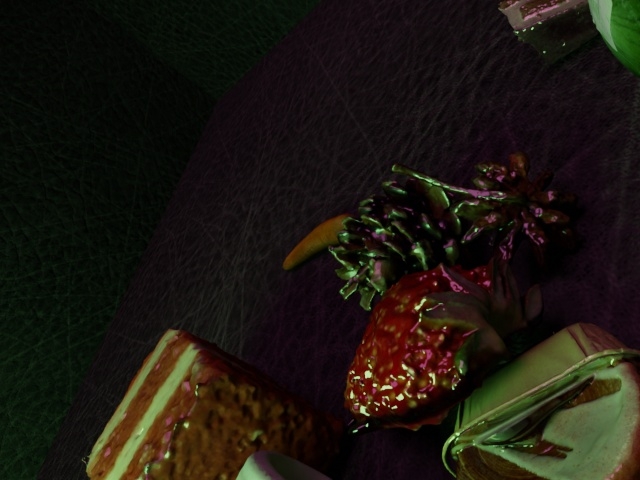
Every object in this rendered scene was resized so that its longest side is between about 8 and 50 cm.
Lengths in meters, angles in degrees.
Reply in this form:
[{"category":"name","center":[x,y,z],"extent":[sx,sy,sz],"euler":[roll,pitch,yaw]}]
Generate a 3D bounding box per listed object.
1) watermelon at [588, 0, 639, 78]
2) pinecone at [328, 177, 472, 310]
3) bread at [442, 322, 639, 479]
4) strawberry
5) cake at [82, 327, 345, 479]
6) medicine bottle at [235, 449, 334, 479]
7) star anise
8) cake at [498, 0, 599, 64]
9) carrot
[{"category":"watermelon","center":[0.436,-0.291,0.501],"extent":[0.363,0.363,0.363],"euler":[-39,30,29]},{"category":"pinecone","center":[0.115,0.004,0.825],"extent":[0.205,0.184,0.179],"euler":[-18,12,-20]},{"category":"bread","center":[0.218,0.186,0.512],"extent":[0.224,0.142,0.212],"euler":[-41,12,23]},{"category":"strawberry","center":[0.095,0.129,0.681],"extent":[0.233,0.137,0.306],"euler":[-36,-2,-44]},{"category":"cake","center":[-0.169,0.311,0.861],"extent":[0.269,0.270,0.319],"euler":[-60,27,-10]},{"category":"medicine bottle","center":[-0.082,0.451,0.623],"extent":[0.371,0.211,0.211],"euler":[-59,27,-10]},{"category":"star anise","center":[0.220,-0.038,0.717],"extent":[0.234,0.073,0.177],"euler":[-7,61,1]},{"category":"cake","center":[0.449,-0.388,0.888],"extent":[0.295,0.113,0.115],"euler":[-22,45,29]},{"category":"carrot","center":[0.000,0.000,1.192],"extent":[0.062,0.066,0.271],"euler":[-19,-4,-40]}]
